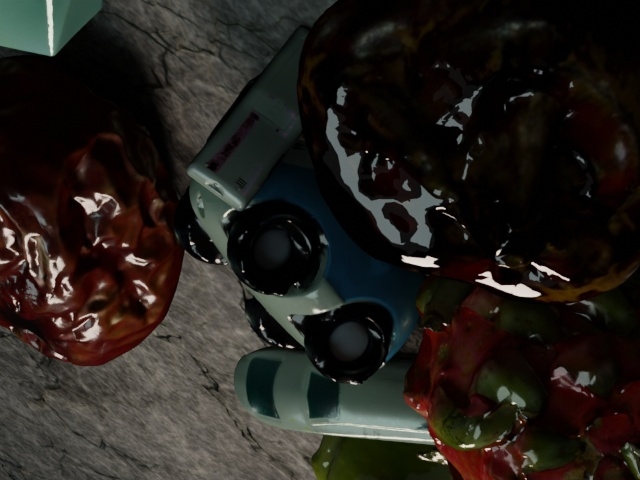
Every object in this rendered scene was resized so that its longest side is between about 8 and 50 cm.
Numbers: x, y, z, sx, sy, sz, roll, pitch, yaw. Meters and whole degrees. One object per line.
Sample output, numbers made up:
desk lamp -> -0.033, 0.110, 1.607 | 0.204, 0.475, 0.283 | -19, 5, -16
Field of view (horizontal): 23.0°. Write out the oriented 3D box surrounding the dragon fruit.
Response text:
dragon fruit -> 0.195, 0.113, 1.325 | 0.237, 0.231, 0.302 | 95, 163, -50

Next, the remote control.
remote control -> -0.044, -0.107, 1.344 | 0.065, 0.166, 0.029 | 37, 161, 0

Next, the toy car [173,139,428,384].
toy car -> 0.000, 0.000, 1.446 | 0.255, 0.190, 0.188 | 49, 169, -24

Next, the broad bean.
broad bean -> 0.136, 0.234, 1.619 | 0.291, 0.119, 0.238 | -15, 93, 19

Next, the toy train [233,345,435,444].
toy train -> 0.098, 0.156, 1.514 | 0.407, 0.086, 0.088 | 3, -175, 16

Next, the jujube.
jujube -> -0.289, -0.029, 1.659 | 0.276, 0.276, 0.376 | 22, 147, 26

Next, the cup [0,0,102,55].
cup -> -0.237, -0.279, 1.343 | 0.148, 0.134, 0.235 | 9, 151, -17

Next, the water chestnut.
water chestnut -> 0.121, -0.078, 1.112 | 0.289, 0.244, 0.289 | 31, 154, 17
